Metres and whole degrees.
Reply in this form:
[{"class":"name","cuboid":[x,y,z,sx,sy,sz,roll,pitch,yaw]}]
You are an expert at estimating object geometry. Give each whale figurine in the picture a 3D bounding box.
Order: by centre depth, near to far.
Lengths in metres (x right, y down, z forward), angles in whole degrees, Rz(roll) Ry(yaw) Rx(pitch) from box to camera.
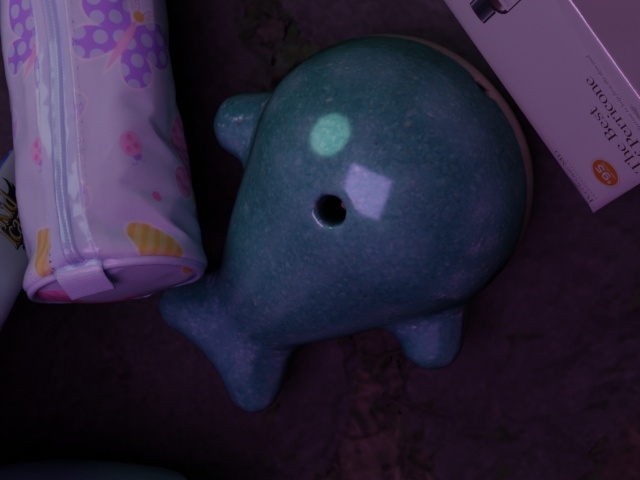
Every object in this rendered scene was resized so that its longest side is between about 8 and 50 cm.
[{"class":"whale figurine","cuboid":[0.000,0.000,0.965,0.272,0.141,0.216,-42,85,25]}]

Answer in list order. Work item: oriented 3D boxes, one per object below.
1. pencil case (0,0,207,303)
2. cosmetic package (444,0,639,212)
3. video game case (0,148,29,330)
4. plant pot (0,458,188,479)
[{"class":"pencil case","cuboid":[-0.140,-0.096,0.975,0.113,0.124,0.273,-9,80,-1]},{"class":"cosmetic package","cuboid":[0.128,-0.139,0.908,0.239,0.060,0.099,55,154,4]},{"class":"video game case","cuboid":[-0.282,0.090,1.033,0.061,0.244,0.269,37,113,-13]},{"class":"plant pot","cuboid":[-0.143,0.256,1.024,0.195,0.290,0.290,-28,89,-13]}]
